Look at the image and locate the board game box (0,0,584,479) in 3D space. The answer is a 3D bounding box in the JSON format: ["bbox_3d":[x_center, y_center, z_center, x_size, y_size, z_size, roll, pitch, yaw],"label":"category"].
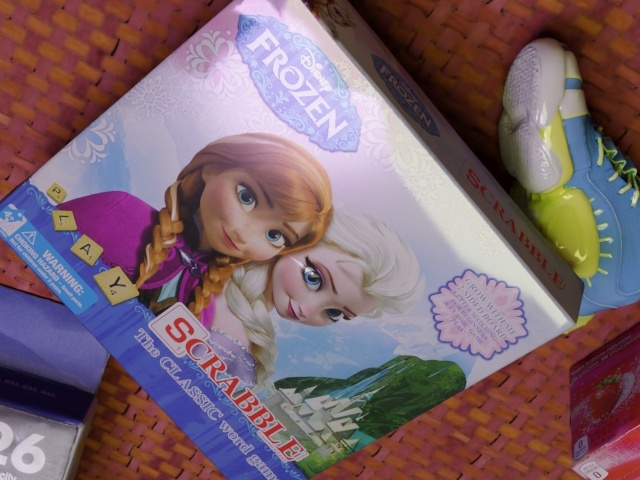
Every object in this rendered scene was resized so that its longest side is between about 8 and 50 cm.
[{"bbox_3d":[-0.032,0.007,0.913,0.318,0.066,0.318,-36,102,29],"label":"board game box"}]

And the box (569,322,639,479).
[{"bbox_3d":[0.329,0.112,0.971,0.128,0.122,0.257,39,122,-17],"label":"box"}]

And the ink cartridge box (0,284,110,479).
[{"bbox_3d":[-0.364,0.175,1.078,0.304,0.072,0.307,17,94,-2],"label":"ink cartridge box"}]

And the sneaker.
[{"bbox_3d":[0.202,-0.043,0.923,0.126,0.091,0.240,-9,124,-6],"label":"sneaker"}]
